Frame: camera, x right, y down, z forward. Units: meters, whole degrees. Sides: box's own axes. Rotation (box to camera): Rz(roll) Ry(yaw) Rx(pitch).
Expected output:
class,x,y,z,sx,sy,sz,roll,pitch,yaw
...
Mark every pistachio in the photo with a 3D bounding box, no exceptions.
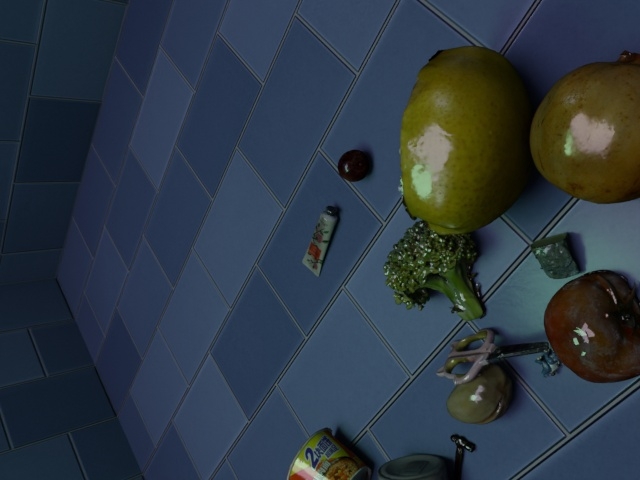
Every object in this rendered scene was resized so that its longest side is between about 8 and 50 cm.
class,x,y,z,sx,sy,sz,roll,pitch,yaw
pistachio,0.364,0.357,1.297,0.185,0.124,0.124,-48,62,45

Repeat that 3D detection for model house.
class,x,y,z,sx,sy,sz,roll,pitch,yaw
model house,0.487,0.037,1.175,0.079,0.066,0.083,-22,97,35

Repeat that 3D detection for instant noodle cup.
class,x,y,z,sx,sy,sz,roll,pitch,yaw
instant noodle cup,0.034,0.681,1.635,0.174,0.213,0.213,23,111,34

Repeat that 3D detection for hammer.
class,x,y,z,sx,sy,sz,roll,pitch,yaw
hammer,0.346,0.574,1.412,0.065,0.021,0.178,15,106,44

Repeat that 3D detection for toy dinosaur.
class,x,y,z,sx,sy,sz,roll,pitch,yaw
toy dinosaur,0.493,0.259,1.208,0.047,0.030,0.083,53,130,30

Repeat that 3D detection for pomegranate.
class,x,y,z,sx,sy,sz,roll,pitch,yaw
pomegranate,0.496,-0.194,0.985,0.264,0.264,0.264,8,101,46

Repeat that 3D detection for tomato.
class,x,y,z,sx,sy,sz,roll,pitch,yaw
tomato,0.524,0.175,1.083,0.181,0.155,0.214,-47,64,44

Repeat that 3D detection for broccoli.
class,x,y,z,sx,sy,sz,roll,pitch,yaw
broccoli,0.257,0.080,1.324,0.242,0.180,0.273,-40,67,41

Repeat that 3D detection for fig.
class,x,y,z,sx,sy,sz,roll,pitch,yaw
fig,0.078,-0.203,1.557,0.125,0.089,0.089,-173,79,-67

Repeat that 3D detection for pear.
class,x,y,z,sx,sy,sz,roll,pitch,yaw
pear,0.322,-0.199,1.121,0.191,0.340,0.386,6,77,40

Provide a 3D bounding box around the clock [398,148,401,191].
class,x,y,z,sx,sy,sz,roll,pitch,yaw
clock,0.261,-0.183,1.359,0.176,0.080,0.117,-3,93,48

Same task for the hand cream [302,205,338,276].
class,x,y,z,sx,sy,sz,roll,pitch,yaw
hand cream,0.000,0.000,1.687,0.080,0.050,0.234,42,130,30

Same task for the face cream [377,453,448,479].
class,x,y,z,sx,sy,sz,roll,pitch,yaw
face cream,0.240,0.638,1.416,0.177,0.177,0.153,-11,87,47

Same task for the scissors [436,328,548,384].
class,x,y,z,sx,sy,sz,roll,pitch,yaw
scissors,0.374,0.249,1.238,0.024,0.160,0.317,43,151,-10
